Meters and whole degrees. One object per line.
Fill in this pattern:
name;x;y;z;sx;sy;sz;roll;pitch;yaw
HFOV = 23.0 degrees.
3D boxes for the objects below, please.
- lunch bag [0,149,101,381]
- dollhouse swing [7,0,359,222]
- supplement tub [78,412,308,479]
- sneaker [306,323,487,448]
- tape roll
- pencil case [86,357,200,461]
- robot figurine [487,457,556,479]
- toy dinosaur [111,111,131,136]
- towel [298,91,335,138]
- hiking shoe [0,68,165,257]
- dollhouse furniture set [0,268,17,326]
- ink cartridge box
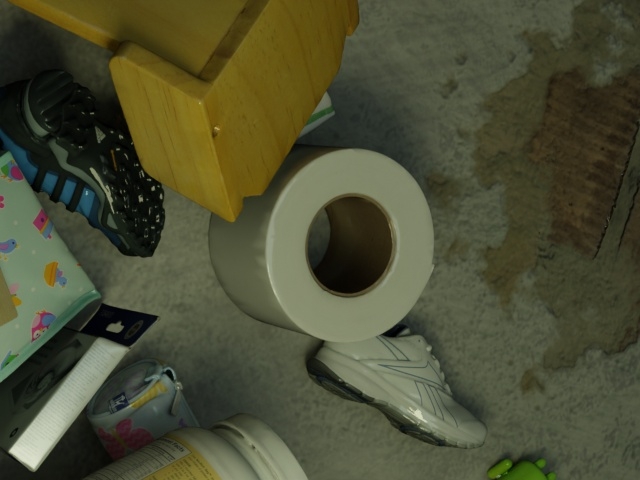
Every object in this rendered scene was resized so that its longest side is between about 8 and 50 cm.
lunch bag;-0.422;0.055;1.789;0.262;0.160;0.223;-41;113;-26
dollhouse swing;-0.173;-0.270;1.850;0.347;0.305;0.315;-61;158;-29
supplement tub;-0.183;0.357;1.774;0.331;0.241;0.241;-25;107;-28
sneaker;0.124;0.192;2.136;0.297;0.111;0.129;34;73;-28
tape roll;0.000;0.000;2.009;0.246;0.169;0.246;-3;97;-29
pencil case;-0.179;0.277;1.967;0.124;0.113;0.273;-29;111;3
robot figurine;0.285;0.362;2.259;0.115;0.067;0.101;-34;82;-22
toy dinosaur;-0.198;-0.114;1.930;0.183;0.092;0.053;38;81;-36
towel;-0.129;-0.252;1.938;0.248;0.038;0.325;-35;104;-38
hiking shoe;-0.293;-0.090;1.882;0.304;0.132;0.113;58;41;-41
dollhouse furniture set;-0.441;0.050;1.687;0.151;0.123;0.144;-33;112;-43
ink cartridge box;-0.304;0.153;1.825;0.045;0.223;0.224;44;74;-19
